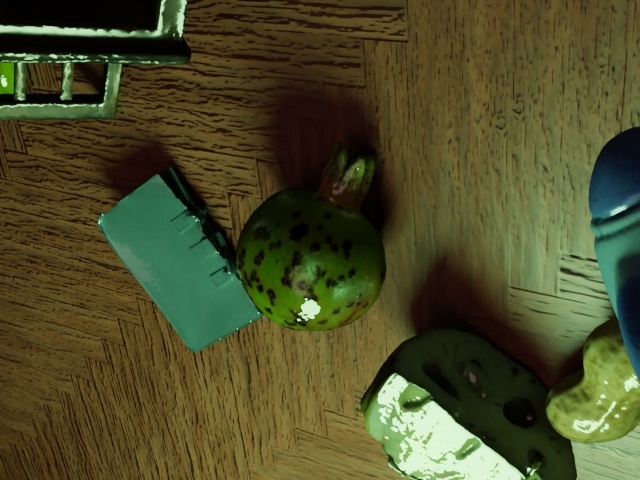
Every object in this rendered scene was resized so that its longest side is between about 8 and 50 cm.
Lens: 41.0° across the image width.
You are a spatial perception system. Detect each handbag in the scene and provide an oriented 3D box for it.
[{"bbox_3d":[-0.172,0.027,1.081,0.144,0.057,0.221,-26,101,38],"label":"handbag"}]

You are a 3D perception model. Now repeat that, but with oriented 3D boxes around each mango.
[{"bbox_3d":[-0.415,-0.212,1.101,0.073,0.056,0.108,32,144,20],"label":"mango"}]

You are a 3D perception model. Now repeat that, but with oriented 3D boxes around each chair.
[{"bbox_3d":[-0.247,-0.227,0.812,0.240,0.203,0.416,-119,33,-41],"label":"chair"}]

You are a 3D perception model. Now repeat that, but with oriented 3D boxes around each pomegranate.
[{"bbox_3d":[0.000,0.000,0.883,0.159,0.159,0.205,28,105,18],"label":"pomegranate"}]

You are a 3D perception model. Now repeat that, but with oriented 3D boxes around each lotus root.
[{"bbox_3d":[0.157,0.197,0.900,0.235,0.138,0.119,44,139,3],"label":"lotus root"}]

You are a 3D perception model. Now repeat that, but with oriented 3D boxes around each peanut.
[{"bbox_3d":[0.278,0.131,0.808,0.089,0.089,0.192,36,132,12],"label":"peanut"}]

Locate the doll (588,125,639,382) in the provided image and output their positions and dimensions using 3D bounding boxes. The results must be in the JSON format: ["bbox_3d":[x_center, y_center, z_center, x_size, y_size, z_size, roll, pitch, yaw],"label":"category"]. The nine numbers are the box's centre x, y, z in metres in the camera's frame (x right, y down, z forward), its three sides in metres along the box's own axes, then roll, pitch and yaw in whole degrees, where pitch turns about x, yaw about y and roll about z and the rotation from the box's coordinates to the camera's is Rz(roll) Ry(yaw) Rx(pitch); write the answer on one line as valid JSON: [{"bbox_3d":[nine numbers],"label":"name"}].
[{"bbox_3d":[0.321,0.004,0.590,0.376,0.187,0.365,47,122,43],"label":"doll"}]
